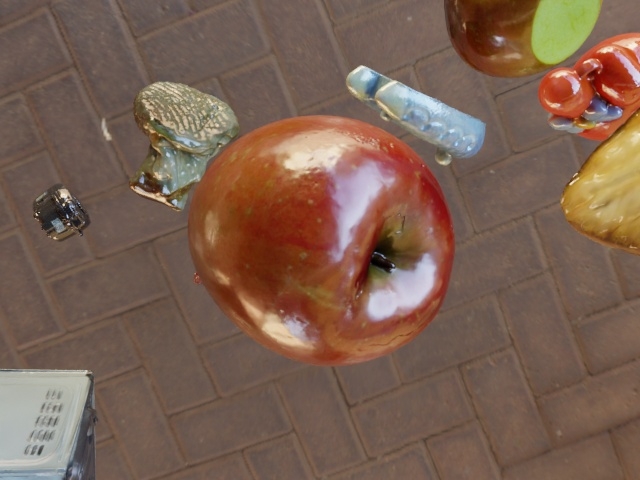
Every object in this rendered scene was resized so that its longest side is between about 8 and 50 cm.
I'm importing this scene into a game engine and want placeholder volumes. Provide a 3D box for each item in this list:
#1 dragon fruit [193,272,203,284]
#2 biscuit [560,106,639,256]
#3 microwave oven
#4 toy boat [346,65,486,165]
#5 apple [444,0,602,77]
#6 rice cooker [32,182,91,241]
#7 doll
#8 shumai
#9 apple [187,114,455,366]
[{"bbox_3d":[-0.285,0.069,1.693,0.097,0.131,0.063,5,67,2],"label":"dragon fruit"},{"bbox_3d":[0.295,-0.069,0.494,0.041,0.260,0.202,31,57,-23],"label":"biscuit"},{"bbox_3d":[-0.267,0.242,0.590,0.123,0.162,0.208,2,113,-11],"label":"microwave oven"},{"bbox_3d":[0.202,-0.248,1.378,0.330,0.215,0.123,15,107,-37],"label":"toy boat"},{"bbox_3d":[0.139,-0.177,0.469,0.114,0.102,0.099,-39,50,6],"label":"apple"},{"bbox_3d":[-0.686,-0.073,1.742,0.118,0.203,0.142,-35,117,-13],"label":"rice cooker"},{"bbox_3d":[0.408,-0.210,0.911,0.161,0.291,0.129,-42,64,39],"label":"doll"},{"bbox_3d":[-0.305,-0.203,1.397,0.222,0.271,0.203,26,126,3],"label":"shumai"},{"bbox_3d":[0.000,0.000,0.478,0.181,0.168,0.180,-4,98,-31],"label":"apple"}]
